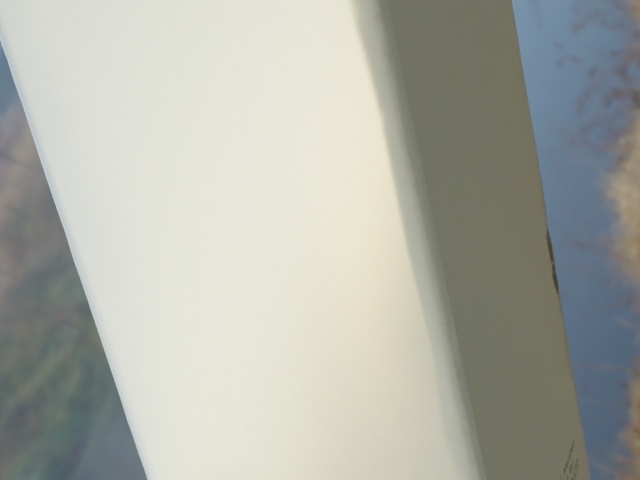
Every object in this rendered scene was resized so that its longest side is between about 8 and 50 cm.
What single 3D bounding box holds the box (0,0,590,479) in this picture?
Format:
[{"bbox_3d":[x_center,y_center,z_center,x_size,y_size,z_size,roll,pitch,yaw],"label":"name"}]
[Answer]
[{"bbox_3d":[0.000,0.000,0.503,0.094,0.113,0.275,-57,-37,-49],"label":"box"}]
